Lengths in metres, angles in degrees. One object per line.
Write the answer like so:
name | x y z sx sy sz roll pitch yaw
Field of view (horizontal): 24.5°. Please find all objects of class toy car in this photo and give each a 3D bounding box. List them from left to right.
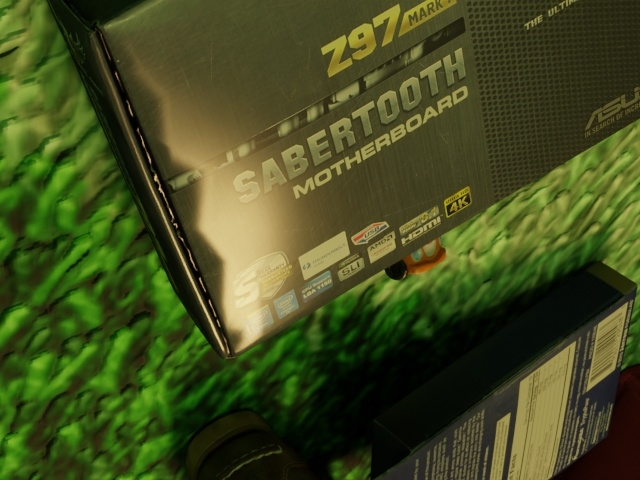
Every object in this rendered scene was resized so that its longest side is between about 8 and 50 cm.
toy car | 0.000 0.000 0.652 0.122 0.060 0.040 -14 114 -40

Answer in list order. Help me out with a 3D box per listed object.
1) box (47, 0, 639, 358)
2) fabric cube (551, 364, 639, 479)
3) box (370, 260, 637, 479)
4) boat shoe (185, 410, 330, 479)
box | 0.028 -0.079 0.563 0.233 0.059 0.183 -30 139 -13
fabric cube | 0.321 0.249 1.070 0.259 0.258 0.254 -7 137 -38
box | 0.091 0.118 0.846 0.225 0.036 0.136 -32 141 -32
boat shoe | -0.015 0.167 0.823 0.073 0.073 0.207 -39 148 -2
